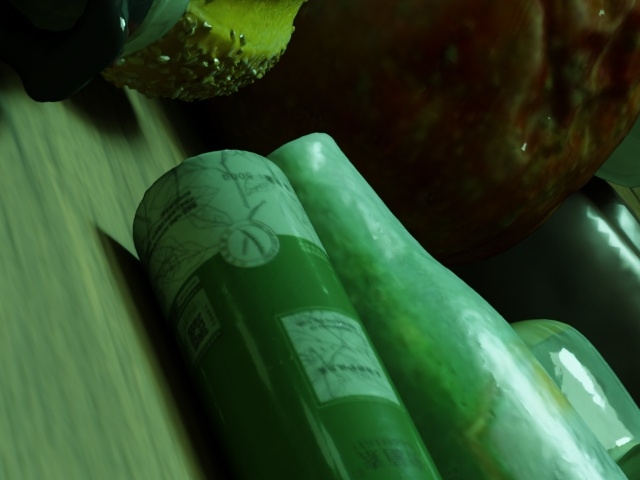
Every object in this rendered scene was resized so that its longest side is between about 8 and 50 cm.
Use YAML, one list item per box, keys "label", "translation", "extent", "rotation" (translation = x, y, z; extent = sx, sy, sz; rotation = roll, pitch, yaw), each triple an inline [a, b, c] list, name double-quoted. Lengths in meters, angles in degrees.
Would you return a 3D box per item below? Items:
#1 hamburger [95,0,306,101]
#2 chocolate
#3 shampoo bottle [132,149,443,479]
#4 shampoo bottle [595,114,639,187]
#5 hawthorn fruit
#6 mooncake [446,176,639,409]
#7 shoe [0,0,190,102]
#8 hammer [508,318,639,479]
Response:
- label: "hamburger"
  translation: [-0.048, -0.116, 0.732]
  extent: [0.087, 0.137, 0.166]
  rotation: [35, 10, 9]
- label: "chocolate"
  translation: [0.061, 0.088, 0.735]
  extent: [0.291, 0.110, 0.110]
  rotation: [56, 7, 10]
- label: "shampoo bottle"
  translation: [-0.005, 0.059, 0.569]
  extent: [0.065, 0.065, 0.204]
  rotation: [48, 11, -49]
- label: "shampoo bottle"
  translation: [0.162, -0.124, 1.200]
  extent: [0.153, 0.071, 0.284]
  rotation: [24, 20, -1]
- label: "hawthorn fruit"
  translation: [0.057, -0.111, 0.943]
  extent: [0.258, 0.261, 0.258]
  rotation: [-21, 90, -80]
- label: "mooncake"
  translation: [0.166, 0.065, 1.234]
  extent: [0.326, 0.174, 0.334]
  rotation: [54, 8, -3]
- label: "shoe"
  translation: [-0.117, -0.140, 0.573]
  extent: [0.227, 0.099, 0.112]
  rotation: [54, 15, -27]
- label: "hammer"
  translation: [0.162, 0.096, 0.773]
  extent: [0.202, 0.113, 0.305]
  rotation: [55, -35, 6]
